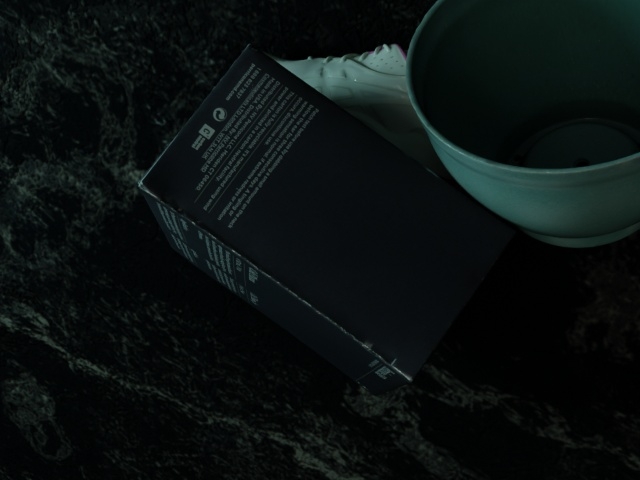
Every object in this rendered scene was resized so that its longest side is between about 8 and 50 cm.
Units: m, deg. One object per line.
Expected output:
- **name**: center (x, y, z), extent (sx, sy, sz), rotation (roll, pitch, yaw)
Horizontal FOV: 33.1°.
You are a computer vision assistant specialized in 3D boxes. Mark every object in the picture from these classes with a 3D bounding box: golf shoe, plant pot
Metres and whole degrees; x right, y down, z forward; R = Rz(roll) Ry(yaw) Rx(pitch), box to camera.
- **golf shoe**: center (0.052, -0.165, 1.199), extent (0.306, 0.115, 0.140), rotation (26, 98, 16)
- **plant pot**: center (0.245, -0.116, 1.034), extent (0.293, 0.293, 0.196), rotation (5, 146, 23)

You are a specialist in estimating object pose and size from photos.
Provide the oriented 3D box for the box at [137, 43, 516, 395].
- **box**: center (0.000, 0.000, 1.148), extent (0.312, 0.179, 0.343), rotation (37, 170, 3)
